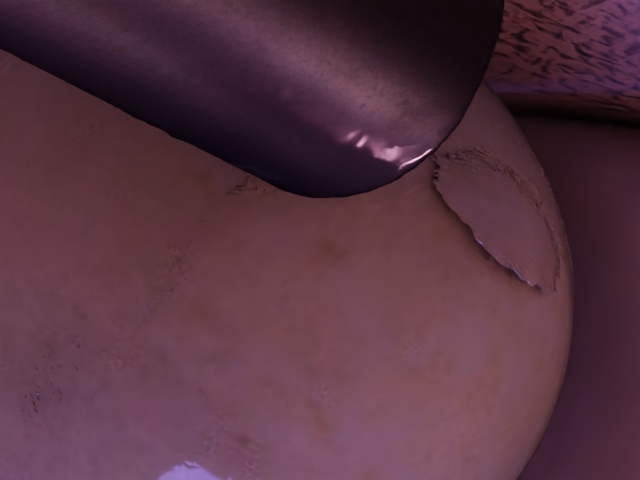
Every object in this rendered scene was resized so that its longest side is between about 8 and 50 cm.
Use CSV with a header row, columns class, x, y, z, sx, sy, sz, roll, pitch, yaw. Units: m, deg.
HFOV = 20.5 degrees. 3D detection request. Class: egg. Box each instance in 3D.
class,x,y,z,sx,sy,sz,roll,pitch,yaw
egg,-0.035,0.013,0.510,0.186,0.186,0.253,20,170,-33

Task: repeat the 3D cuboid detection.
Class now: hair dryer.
class,x,y,z,sx,sy,sz,roll,pitch,yaw
hair dryer,-0.110,-0.091,0.372,0.248,0.078,0.195,17,174,41

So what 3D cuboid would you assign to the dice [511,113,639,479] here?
class,x,y,z,sx,sy,sz,roll,pitch,yaw
dice,0.128,0.119,0.676,0.304,0.277,0.304,21,169,-33
